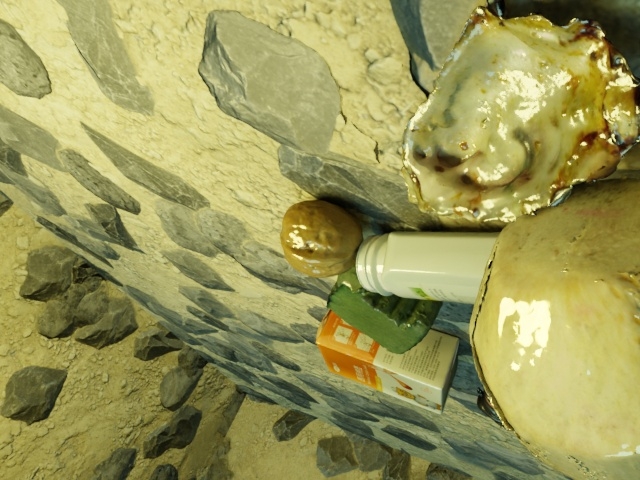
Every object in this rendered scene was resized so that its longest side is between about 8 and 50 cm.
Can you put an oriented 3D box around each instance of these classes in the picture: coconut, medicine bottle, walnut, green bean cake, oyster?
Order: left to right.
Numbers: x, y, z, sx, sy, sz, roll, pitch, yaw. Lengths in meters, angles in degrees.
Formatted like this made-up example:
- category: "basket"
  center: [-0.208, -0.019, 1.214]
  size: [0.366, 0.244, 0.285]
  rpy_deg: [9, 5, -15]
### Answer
- category: "walnut"
  center: [0.000, 0.000, 1.026]
  size: [0.166, 0.149, 0.166]
  rpy_deg: [9, 125, 13]
- category: "green bean cake"
  center: [0.130, 0.134, 1.169]
  size: [0.227, 0.125, 0.222]
  rpy_deg: [28, 156, 3]
- category: "medicine bottle"
  center: [0.219, 0.047, 0.918]
  size: [0.324, 0.124, 0.179]
  rpy_deg: [-1, 164, 41]
- category: "oyster"
  center: [0.215, -0.108, 0.637]
  size: [0.221, 0.096, 0.361]
  rpy_deg: [63, 155, 21]
- category: "coconut"
  center: [0.355, 0.116, 0.624]
  size: [0.353, 0.352, 0.352]
  rpy_deg: [22, 153, 11]

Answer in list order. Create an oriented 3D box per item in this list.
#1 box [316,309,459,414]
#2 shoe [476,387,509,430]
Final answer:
- category: "box"
  center: [0.176, 0.304, 1.408]
  size: [0.341, 0.143, 0.225]
  rpy_deg: [15, 151, 21]
- category: "shoe"
  center: [0.530, 0.463, 1.395]
  size: [0.291, 0.114, 0.137]
  rpy_deg: [30, 149, -1]
